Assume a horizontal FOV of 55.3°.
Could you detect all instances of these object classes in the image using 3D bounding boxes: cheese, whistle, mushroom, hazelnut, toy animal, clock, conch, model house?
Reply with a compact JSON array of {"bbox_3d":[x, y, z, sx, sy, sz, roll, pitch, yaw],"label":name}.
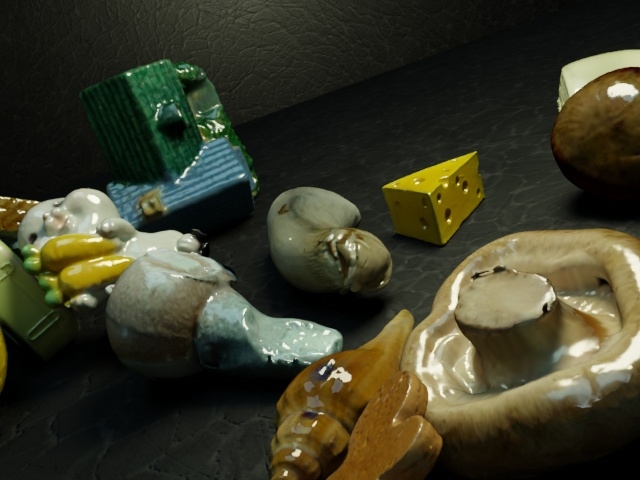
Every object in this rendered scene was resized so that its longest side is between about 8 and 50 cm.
[{"bbox_3d":[0.213,-0.077,1.022,0.171,0.093,0.126,-28,22,-24],"label":"cheese"},{"bbox_3d":[-0.140,0.121,0.797,0.348,0.189,0.189,15,34,20],"label":"whistle"},{"bbox_3d":[0.000,0.000,0.975,0.178,0.126,0.397,-11,17,-2],"label":"mushroom"},{"bbox_3d":[0.188,0.091,0.549,0.278,0.146,0.278,-32,24,16],"label":"mushroom"},{"bbox_3d":[0.453,-0.148,0.893,0.208,0.208,0.208,-17,21,7],"label":"hazelnut"},{"bbox_3d":[-0.351,0.021,0.987,0.310,0.182,0.247,22,-4,0],"label":"toy animal"},{"bbox_3d":[-0.564,0.093,1.088,0.096,0.235,0.308,-48,27,-25],"label":"clock"},{"bbox_3d":[0.035,0.143,0.623,0.109,0.093,0.330,-5,25,32],"label":"conch"},{"bbox_3d":[-0.327,-0.194,1.364,0.335,0.382,0.342,-24,16,-8],"label":"model house"}]

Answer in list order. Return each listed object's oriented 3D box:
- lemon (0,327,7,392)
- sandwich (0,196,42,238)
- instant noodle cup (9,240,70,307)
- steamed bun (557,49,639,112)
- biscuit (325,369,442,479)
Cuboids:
[{"bbox_3d":[-0.582,0.175,0.855,0.258,0.257,0.310,-25,22,-15],"label":"lemon"},{"bbox_3d":[-0.607,-0.042,1.137,0.186,0.065,0.215,7,-7,-36],"label":"sandwich"},{"bbox_3d":[-0.553,0.050,1.288,0.182,0.144,0.182,-17,20,6],"label":"instant noodle cup"},{"bbox_3d":[0.540,-0.265,1.120,0.200,0.154,0.250,-11,25,21],"label":"steamed bun"},{"bbox_3d":[0.032,0.191,0.441,0.165,0.036,0.250,-50,3,36],"label":"biscuit"}]
